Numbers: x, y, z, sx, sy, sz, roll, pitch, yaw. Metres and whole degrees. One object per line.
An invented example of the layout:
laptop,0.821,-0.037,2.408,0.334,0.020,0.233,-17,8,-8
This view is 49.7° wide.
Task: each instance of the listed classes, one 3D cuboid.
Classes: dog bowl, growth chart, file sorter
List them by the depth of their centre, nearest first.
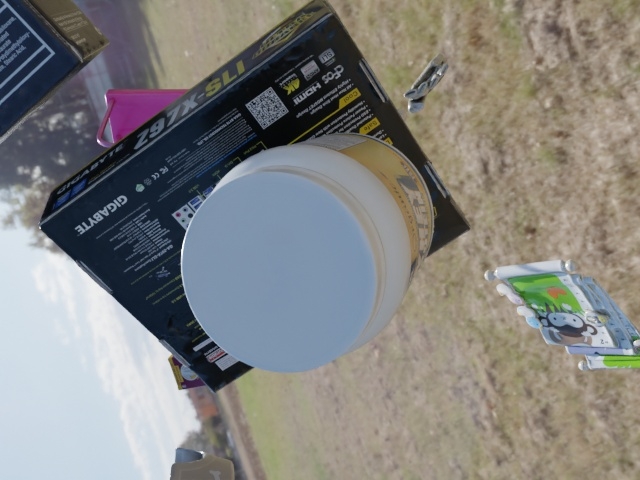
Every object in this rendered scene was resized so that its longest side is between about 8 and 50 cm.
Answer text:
growth chart,0.355,0.108,0.972,0.237,0.021,0.172,43,149,-13
dog bowl,-0.203,0.506,1.098,0.349,0.102,0.349,-173,90,-81
file sorter,-0.248,-0.081,1.157,0.182,0.202,0.291,-96,6,-54

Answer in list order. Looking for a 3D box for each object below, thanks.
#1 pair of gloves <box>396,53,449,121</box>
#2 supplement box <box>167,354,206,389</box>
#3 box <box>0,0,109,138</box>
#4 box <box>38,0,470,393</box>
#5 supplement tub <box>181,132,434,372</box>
pair of gloves,0.161,-0.241,1.295,0.042,0.240,0.204,39,-163,0
supplement box,-0.173,0.182,1.019,0.043,0.083,0.055,-55,-51,-72
box,-0.457,-0.234,0.776,0.294,0.296,0.183,48,-170,-21
box,-0.056,-0.029,0.666,0.257,0.322,0.079,51,-170,-30
supplement tub,0.000,0.000,0.495,0.199,0.144,0.145,-39,-68,-70
